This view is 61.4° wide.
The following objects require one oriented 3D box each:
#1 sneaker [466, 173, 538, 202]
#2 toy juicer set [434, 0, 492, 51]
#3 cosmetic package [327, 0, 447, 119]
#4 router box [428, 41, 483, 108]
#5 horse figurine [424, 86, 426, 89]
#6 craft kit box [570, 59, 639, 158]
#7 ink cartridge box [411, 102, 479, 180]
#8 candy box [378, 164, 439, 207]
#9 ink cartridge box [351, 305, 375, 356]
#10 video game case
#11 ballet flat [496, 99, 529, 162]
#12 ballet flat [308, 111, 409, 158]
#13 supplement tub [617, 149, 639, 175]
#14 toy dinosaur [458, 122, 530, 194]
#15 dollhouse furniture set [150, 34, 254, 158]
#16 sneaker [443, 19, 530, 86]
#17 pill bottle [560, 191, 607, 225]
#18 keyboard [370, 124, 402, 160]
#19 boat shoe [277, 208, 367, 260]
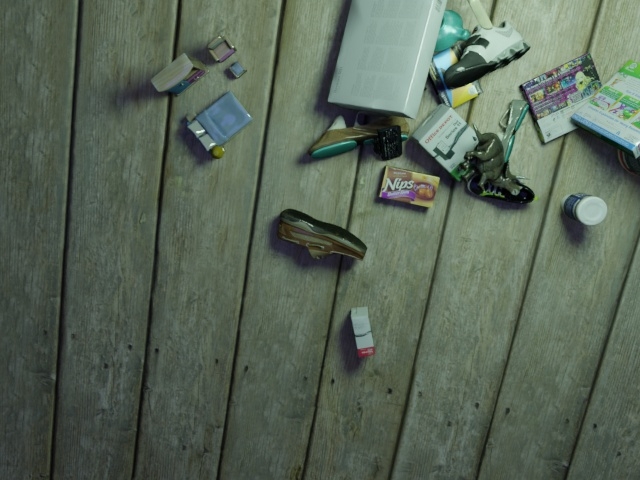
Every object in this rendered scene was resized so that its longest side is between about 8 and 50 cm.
[{"bbox_3d":[0.613,-0.175,1.807,0.235,0.097,0.084,10,102,0],"label":"sneaker"},{"bbox_3d":[0.372,-0.684,1.664,0.329,0.090,0.209,-6,77,34],"label":"toy juicer set"},{"bbox_3d":[0.199,-0.582,1.650,0.285,0.097,0.376,19,99,32],"label":"cosmetic package"},{"bbox_3d":[0.431,-0.532,1.761,0.133,0.046,0.178,-27,100,7],"label":"router box"},{"bbox_3d":[0.213,-0.495,1.771,0.264,0.066,0.174,15,95,2],"label":"horse figurine"},{"bbox_3d":[0.946,-0.402,1.633,0.246,0.249,0.061,-47,132,12],"label":"craft kit box"},{"bbox_3d":[0.425,-0.321,1.764,0.208,0.087,0.153,37,103,-21],"label":"ink cartridge box"},{"bbox_3d":[0.300,-0.185,1.842,0.187,0.053,0.109,12,103,-2],"label":"candy box"},{"bbox_3d":[0.152,0.324,1.931,0.063,0.109,0.150,-10,102,6],"label":"ink cartridge box"},{"bbox_3d":[0.800,-0.463,1.762,0.232,0.042,0.210,-25,101,7],"label":"video game case"},{"bbox_3d":[0.623,-0.362,1.790,0.068,0.072,0.213,24,103,25],"label":"ballet flat"},{"bbox_3d":[0.120,-0.363,1.790,0.343,0.116,0.124,-12,82,5],"label":"ballet flat"},{"bbox_3d":[1.075,-0.282,1.673,0.191,0.272,0.191,1,103,3],"label":"supplement tub"},{"bbox_3d":[0.527,-0.263,1.711,0.160,0.121,0.313,-38,120,-9],"label":"toy dinosaur"},{"bbox_3d":[-0.332,-0.452,1.736,0.287,0.198,0.303,-35,99,9],"label":"dollhouse furniture set"},{"bbox_3d":[0.489,-0.589,1.683,0.331,0.122,0.146,-29,86,-23],"label":"sneaker"},{"bbox_3d":[0.857,-0.109,1.774,0.094,0.169,0.094,0,102,2],"label":"pill bottle"},{"bbox_3d":[0.219,-0.303,1.756,0.100,0.192,0.038,-12,67,7],"label":"keyboard"},{"bbox_3d":[0.000,0.000,1.871,0.324,0.122,0.119,24,108,5],"label":"boat shoe"}]
